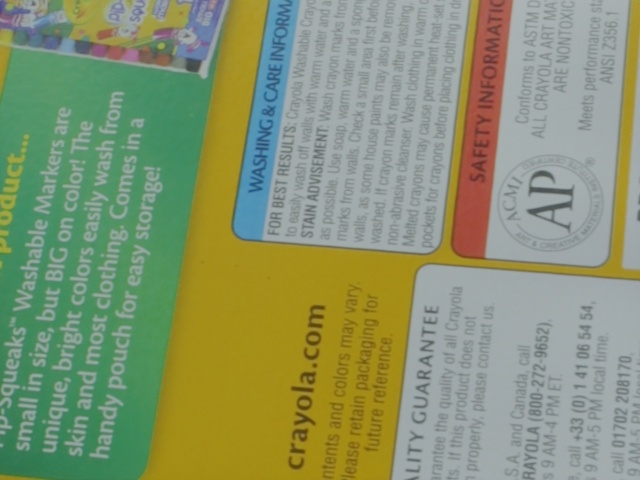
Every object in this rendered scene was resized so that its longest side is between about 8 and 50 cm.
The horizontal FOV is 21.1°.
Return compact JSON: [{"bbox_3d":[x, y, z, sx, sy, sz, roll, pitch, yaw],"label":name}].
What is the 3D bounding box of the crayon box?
[{"bbox_3d":[0.000,0.000,0.539,0.323,0.083,0.203,5,70,10],"label":"crayon box"}]
